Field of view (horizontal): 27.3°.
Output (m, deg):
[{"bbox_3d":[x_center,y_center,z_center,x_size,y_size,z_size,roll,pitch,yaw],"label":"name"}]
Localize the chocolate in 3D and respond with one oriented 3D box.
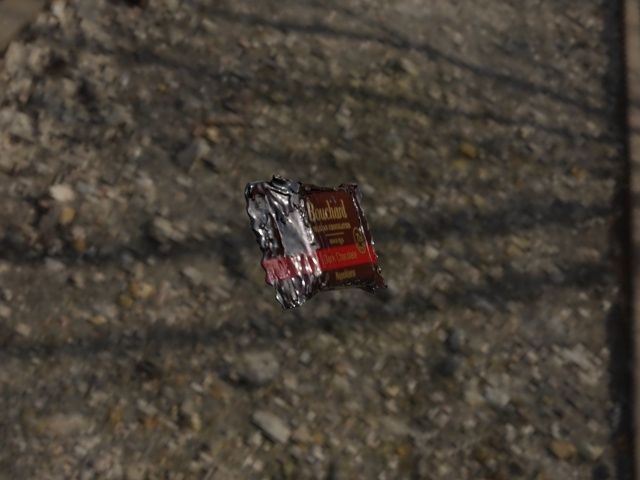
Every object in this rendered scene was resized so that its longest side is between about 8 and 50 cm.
[{"bbox_3d":[0.000,0.000,0.847,0.182,0.028,0.086,-9,80,-70],"label":"chocolate"}]
